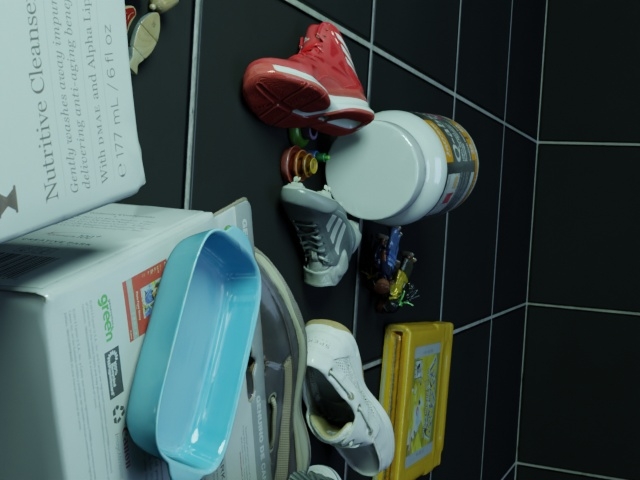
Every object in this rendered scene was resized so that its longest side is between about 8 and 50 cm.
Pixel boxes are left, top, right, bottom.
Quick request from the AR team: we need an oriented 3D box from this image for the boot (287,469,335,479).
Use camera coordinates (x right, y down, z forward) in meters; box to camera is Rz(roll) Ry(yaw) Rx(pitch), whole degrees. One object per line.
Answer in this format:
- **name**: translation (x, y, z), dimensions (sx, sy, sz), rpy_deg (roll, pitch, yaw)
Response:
- **boot**: translation (-0.098, 0.407, 0.670), dimensions (0.445, 0.146, 0.367), rpy_deg (-57, 161, -1)

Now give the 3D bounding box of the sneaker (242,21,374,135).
- **sneaker**: translation (-0.027, -0.205, 1.051), dimensions (0.221, 0.087, 0.128), rpy_deg (14, 55, -58)

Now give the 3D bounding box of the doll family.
- **doll family**: translation (0.108, 0.057, 1.386), dimensions (0.193, 0.076, 0.111), rpy_deg (52, 51, -51)

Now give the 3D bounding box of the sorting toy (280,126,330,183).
- **sorting toy**: translation (-0.015, -0.115, 1.100), dimensions (0.061, 0.042, 0.102), rpy_deg (48, 50, -60)

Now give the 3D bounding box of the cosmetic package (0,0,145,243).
- **cosmetic package**: translation (-0.257, -0.086, 0.397), dimensions (0.385, 0.156, 0.217), rpy_deg (-38, 129, -61)

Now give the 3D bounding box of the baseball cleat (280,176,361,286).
- **baseball cleat**: translation (0.000, 0.000, 1.121), dimensions (0.206, 0.072, 0.109), rpy_deg (36, 68, -59)

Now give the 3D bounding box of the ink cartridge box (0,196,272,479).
- **ink cartridge box**: translation (-0.158, 0.137, 0.698), dimensions (0.272, 0.130, 0.309), rpy_deg (-33, 125, -61)

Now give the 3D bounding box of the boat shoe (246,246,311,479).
- **boat shoe**: translation (-0.087, 0.156, 0.868), dimensions (0.130, 0.132, 0.355), rpy_deg (-55, 141, -51)

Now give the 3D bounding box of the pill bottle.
- **pill bottle**: translation (0.121, -0.105, 1.270), dimensions (0.278, 0.162, 0.162), rpy_deg (-15, 107, -66)

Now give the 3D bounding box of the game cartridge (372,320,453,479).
- **game cartridge**: translation (0.178, 0.291, 1.610), dimensions (0.324, 0.053, 0.285), rpy_deg (9, 86, -66)

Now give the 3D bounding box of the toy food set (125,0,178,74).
- **toy food set**: translation (-0.160, -0.217, 0.778), dimensions (0.122, 0.019, 0.078), rpy_deg (-65, 150, -24)

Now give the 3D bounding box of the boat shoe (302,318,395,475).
- **boat shoe**: translation (0.023, 0.237, 1.191), dimensions (0.096, 0.098, 0.277), rpy_deg (-60, 136, -45)

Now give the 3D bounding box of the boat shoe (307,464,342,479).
- **boat shoe**: translation (-0.041, 0.383, 1.070), dimensions (0.267, 0.096, 0.088), rpy_deg (-62, 145, -35)

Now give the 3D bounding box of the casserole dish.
- **casserole dish**: translation (-0.090, 0.079, 0.633), dimensions (0.114, 0.037, 0.188), rpy_deg (50, 47, -60)
